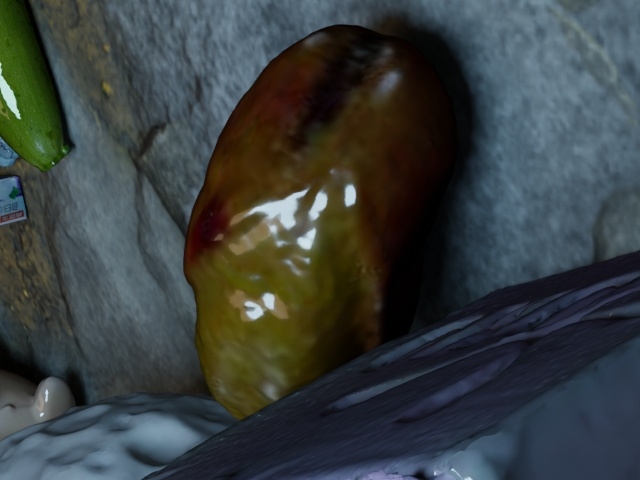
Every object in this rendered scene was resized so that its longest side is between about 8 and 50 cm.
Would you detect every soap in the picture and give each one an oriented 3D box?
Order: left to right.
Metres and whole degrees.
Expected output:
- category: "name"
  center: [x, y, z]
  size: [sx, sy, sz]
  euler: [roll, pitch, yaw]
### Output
- category: "soap"
  center: [0.085, 0.090, 0.639]
  size: [0.296, 0.285, 0.107]
  euler: [-22, 92, 54]

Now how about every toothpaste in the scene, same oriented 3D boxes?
- category: "toothpaste"
  center: [-0.315, -0.036, 1.305]
  size: [0.196, 0.047, 0.040]
  euler: [5, 109, 52]

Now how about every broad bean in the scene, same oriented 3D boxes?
- category: "broad bean"
  center: [-0.002, -0.002, 0.816]
  size: [0.122, 0.156, 0.228]
  euler: [24, 126, 11]

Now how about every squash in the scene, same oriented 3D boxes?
- category: "squash"
  center: [-0.236, -0.145, 1.129]
  size: [0.066, 0.066, 0.201]
  euler: [-14, 103, 55]

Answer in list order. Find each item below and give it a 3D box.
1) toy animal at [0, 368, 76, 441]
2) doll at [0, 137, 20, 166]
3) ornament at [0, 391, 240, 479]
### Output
- category: "toy animal"
  center: [-0.329, 0.181, 1.322]
  size: [0.256, 0.195, 0.212]
  euler: [24, 119, 48]
- category: "doll"
  center: [-0.293, -0.135, 1.197]
  size: [0.120, 0.075, 0.179]
  euler: [-27, 86, 59]
- category: "ornament"
  center: [-0.108, 0.261, 0.966]
  size: [0.337, 0.337, 0.337]
  euler: [29, 130, 42]
